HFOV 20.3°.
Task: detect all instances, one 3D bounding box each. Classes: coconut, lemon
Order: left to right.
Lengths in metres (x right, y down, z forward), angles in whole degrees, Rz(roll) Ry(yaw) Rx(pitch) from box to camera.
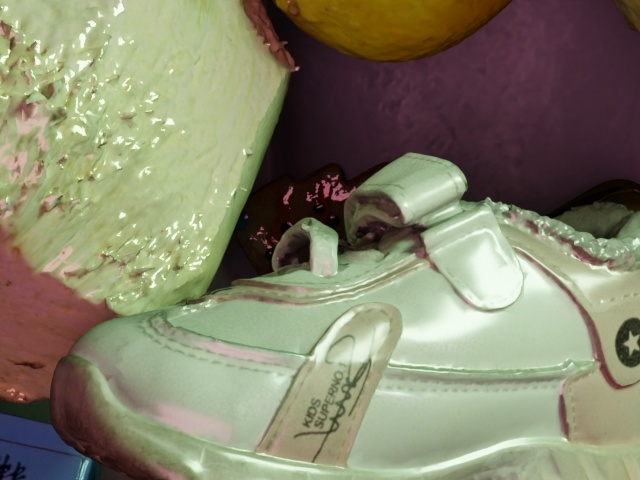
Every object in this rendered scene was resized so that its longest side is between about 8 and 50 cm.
[{"bbox_3d":[-0.171,-0.090,1.020,0.297,0.309,0.297,10,145,7],"label":"coconut"},{"bbox_3d":[0.048,-0.199,1.033,0.203,0.178,0.178,-44,97,-13],"label":"lemon"}]

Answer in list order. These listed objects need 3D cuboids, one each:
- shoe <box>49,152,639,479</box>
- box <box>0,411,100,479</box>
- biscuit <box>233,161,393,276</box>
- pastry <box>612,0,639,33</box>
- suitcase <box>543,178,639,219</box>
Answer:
[{"bbox_3d":[0.033,0.052,0.931,0.351,0.172,0.198,9,88,-30],"label":"shoe"},{"bbox_3d":[-0.216,0.186,1.123,0.143,0.083,0.232,12,147,1],"label":"box"},{"bbox_3d":[0.000,0.000,1.161,0.130,0.019,0.119,11,104,2],"label":"biscuit"},{"bbox_3d":[0.315,-0.233,0.933,0.389,0.312,0.388,2,104,8],"label":"pastry"},{"bbox_3d":[0.153,0.085,1.106,0.235,0.143,0.194,-31,98,11],"label":"suitcase"}]
